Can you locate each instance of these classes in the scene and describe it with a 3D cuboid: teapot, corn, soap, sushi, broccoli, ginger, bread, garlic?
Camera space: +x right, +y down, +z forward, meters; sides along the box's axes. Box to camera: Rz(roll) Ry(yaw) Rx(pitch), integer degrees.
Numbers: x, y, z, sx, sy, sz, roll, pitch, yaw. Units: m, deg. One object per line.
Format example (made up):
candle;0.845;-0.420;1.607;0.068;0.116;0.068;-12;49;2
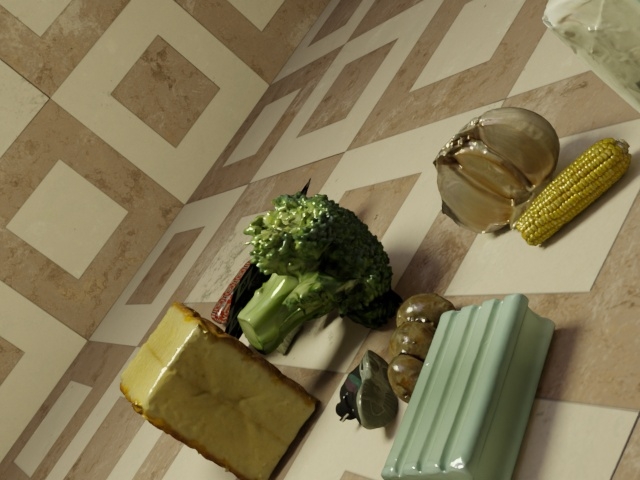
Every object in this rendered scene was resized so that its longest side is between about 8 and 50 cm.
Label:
teapot;-0.072;0.193;1.806;0.083;0.057;0.067;-48;-10;-9
corn;0.379;-0.074;1.287;0.206;0.067;0.067;-46;20;20
soap;0.198;0.210;1.131;0.160;0.087;0.265;-25;31;51
sushi;-0.100;0.094;1.880;0.359;0.064;0.343;-57;-10;-39
broccoli;-0.013;0.053;1.567;0.338;0.277;0.317;-17;24;41
ginger;0.150;0.164;1.331;0.104;0.080;0.204;-26;29;39
bread;-0.195;0.277;1.576;0.207;0.279;0.279;-54;20;-8
garlic;0.296;-0.131;1.418;0.229;0.178;0.143;-53;-2;42

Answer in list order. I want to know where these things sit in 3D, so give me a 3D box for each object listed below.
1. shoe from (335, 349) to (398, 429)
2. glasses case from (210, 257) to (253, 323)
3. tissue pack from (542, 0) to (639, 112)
shoe;0.065;0.255;1.374;0.099;0.071;0.169;-44;16;24
glasses case;-0.210;0.132;2.206;0.194;0.049;0.073;-55;19;-14
tissue pack;0.521;-0.386;1.237;0.356;0.266;0.194;-57;15;-18
